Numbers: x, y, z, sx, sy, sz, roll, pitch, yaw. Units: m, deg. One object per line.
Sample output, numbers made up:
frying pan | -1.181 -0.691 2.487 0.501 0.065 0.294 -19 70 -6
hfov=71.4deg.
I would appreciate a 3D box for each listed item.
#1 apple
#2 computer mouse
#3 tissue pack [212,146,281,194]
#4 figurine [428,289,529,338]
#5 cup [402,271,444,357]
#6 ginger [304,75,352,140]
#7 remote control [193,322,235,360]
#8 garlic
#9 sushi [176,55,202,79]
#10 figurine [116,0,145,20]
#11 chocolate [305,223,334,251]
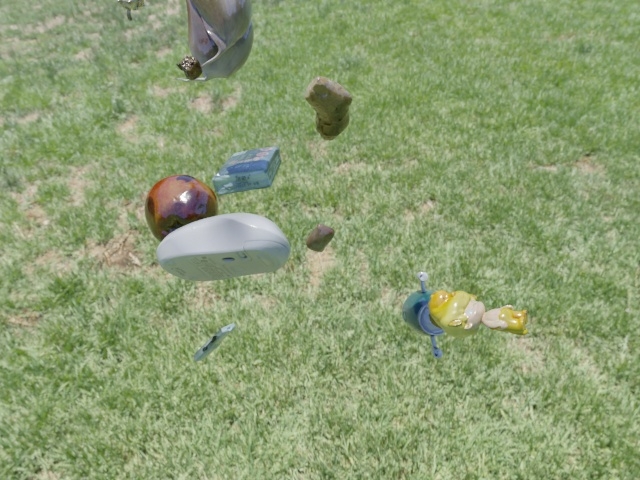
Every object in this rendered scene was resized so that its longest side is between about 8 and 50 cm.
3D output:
apple | -0.415 -0.082 1.335 0.229 0.230 0.230 -4 38 3
computer mouse | -0.215 0.007 1.004 0.296 0.184 0.121 -8 66 16
tissue pack | -0.300 -0.303 1.878 0.227 0.103 0.316 -8 27 10
figurine | 0.390 0.192 1.132 0.246 0.131 0.156 5 26 37
cup | 0.377 0.257 1.539 0.167 0.300 0.173 -11 1 2
ginger | 0.019 -0.290 0.973 0.095 0.190 0.069 -27 66 -5
remote control | -0.320 0.310 1.351 0.029 0.166 0.065 53 27 13
garlic | -0.319 -0.668 1.381 0.245 0.340 0.231 5 1 -21
sushi | -0.366 -0.490 1.255 0.052 0.055 0.120 -38 41 -6
figurine | -0.449 -0.573 1.066 0.047 0.051 0.083 16 61 5
chocolate | 0.000 0.000 1.252 0.064 0.101 0.031 22 45 -19
